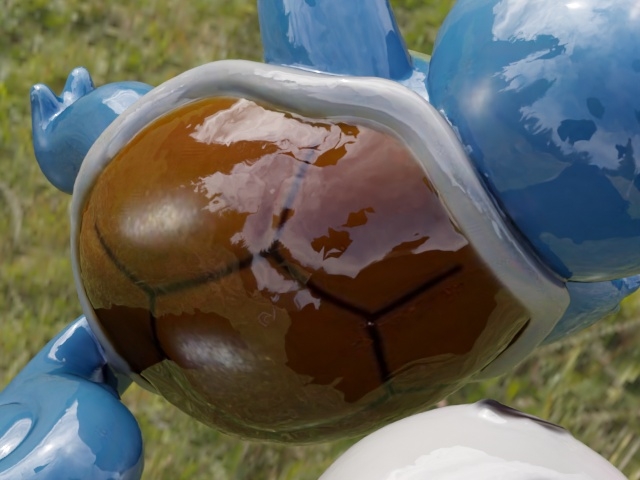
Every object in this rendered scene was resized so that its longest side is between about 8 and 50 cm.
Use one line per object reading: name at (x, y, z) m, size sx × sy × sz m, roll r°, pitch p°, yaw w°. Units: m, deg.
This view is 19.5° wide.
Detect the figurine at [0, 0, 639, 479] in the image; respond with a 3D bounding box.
figurine at (-0.008, -0.009, 0.860) m, size 0.298 × 0.416 × 0.243 m, roll 56°, pitch 9°, yaw -17°

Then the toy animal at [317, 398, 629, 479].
toy animal at (0.037, 0.174, 0.724) m, size 0.235 × 0.187 × 0.165 m, roll -38°, pitch 28°, yaw 2°
